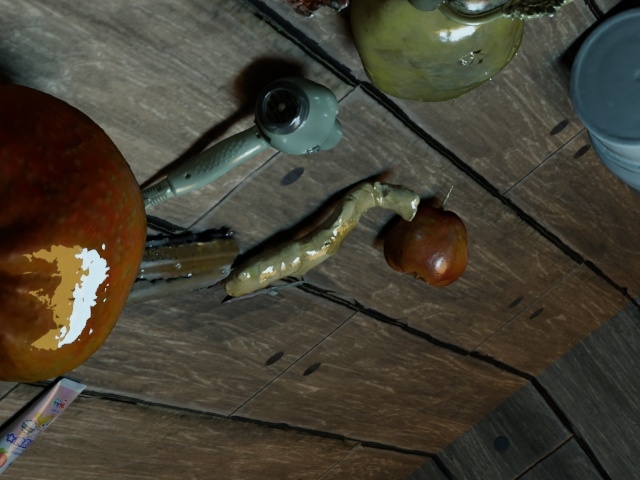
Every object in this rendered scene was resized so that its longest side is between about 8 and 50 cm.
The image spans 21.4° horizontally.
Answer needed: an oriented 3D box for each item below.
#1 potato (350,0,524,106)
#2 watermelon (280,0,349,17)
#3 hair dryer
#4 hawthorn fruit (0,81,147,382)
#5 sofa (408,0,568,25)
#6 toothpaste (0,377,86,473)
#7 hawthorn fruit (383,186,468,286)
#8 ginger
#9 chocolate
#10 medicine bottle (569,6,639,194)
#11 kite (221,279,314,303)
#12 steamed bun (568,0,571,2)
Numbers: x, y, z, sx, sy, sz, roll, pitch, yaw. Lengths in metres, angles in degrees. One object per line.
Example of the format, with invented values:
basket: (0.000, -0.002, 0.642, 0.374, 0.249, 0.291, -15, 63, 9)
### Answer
potato: (0.135, -0.230, 1.880, 0.192, 0.141, 0.296, -19, 169, 5)
watermelon: (-0.027, -0.272, 1.571, 0.121, 0.158, 0.098, -55, 175, -41)
hair dryer: (-0.076, -0.104, 1.964, 0.267, 0.092, 0.229, -30, 170, 27)
hawthorn fruit: (-0.282, -0.012, 1.561, 0.277, 0.277, 0.298, -44, -177, 22)
sofa: (0.202, -0.346, 1.678, 0.258, 0.182, 0.200, -26, 157, -25)
toothpaste: (-0.396, 0.254, 2.258, 0.194, 0.043, 0.067, -43, 156, 4)
hawthorn fruit: (0.157, 0.003, 2.483, 0.125, 0.140, 0.125, 0, 153, 0)
ginger: (0.000, 0.000, 2.279, 0.288, 0.075, 0.089, -29, 156, -9)
chocolate: (-0.219, 0.047, 2.045, 0.329, 0.065, 0.102, -11, 148, -52)
medicine bottle: (0.494, -0.188, 2.397, 0.245, 0.245, 0.306, -41, 152, 13)
kite: (-0.073, 0.071, 2.359, 0.137, 0.005, 0.152, -13, 173, -7)
steamed bun: (0.275, -0.330, 1.939, 0.192, 0.106, 0.177, -39, 158, 13)
